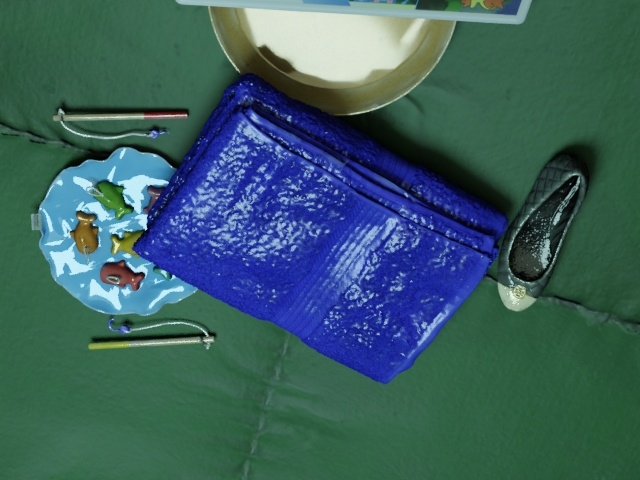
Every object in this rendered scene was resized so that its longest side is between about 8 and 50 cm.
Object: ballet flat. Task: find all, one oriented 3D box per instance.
[{"bbox_3d":[0.213,-0.006,1.394,0.057,0.049,0.173,18,112,0],"label":"ballet flat"}]

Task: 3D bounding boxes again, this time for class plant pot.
[{"bbox_3d":[0.012,-0.234,1.335,0.236,0.032,0.236,2,112,6],"label":"plant pot"}]

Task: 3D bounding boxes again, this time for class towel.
[{"bbox_3d":[0.000,0.000,1.384,0.308,0.076,0.227,29,112,-14],"label":"towel"}]

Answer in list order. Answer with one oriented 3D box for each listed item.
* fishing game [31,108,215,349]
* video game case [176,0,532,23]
[{"bbox_3d":[-0.199,-0.005,1.445,0.189,0.041,0.264,0,111,3],"label":"fishing game"},{"bbox_3d":[0.060,-0.318,1.175,0.329,0.036,0.300,0,132,-18],"label":"video game case"}]
